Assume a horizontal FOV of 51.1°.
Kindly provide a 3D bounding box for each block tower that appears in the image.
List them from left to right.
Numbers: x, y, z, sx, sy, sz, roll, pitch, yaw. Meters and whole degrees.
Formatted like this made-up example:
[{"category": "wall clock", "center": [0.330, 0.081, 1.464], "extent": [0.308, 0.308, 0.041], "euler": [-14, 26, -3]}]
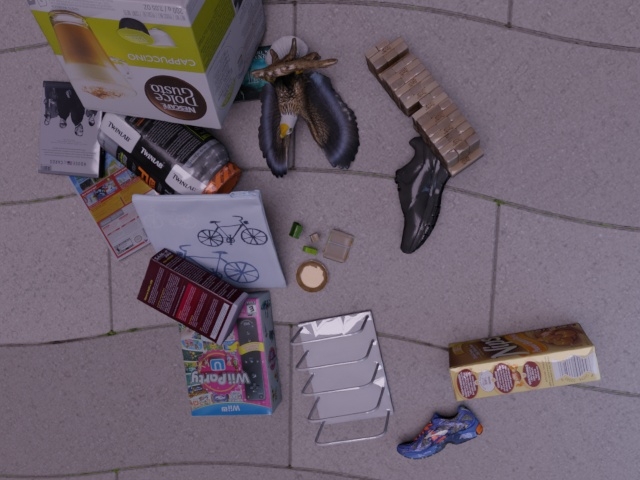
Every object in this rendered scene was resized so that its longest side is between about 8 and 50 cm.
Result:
[{"category": "block tower", "center": [0.231, -0.305, 1.497], "extent": [0.091, 0.097, 0.335], "euler": [-36, 76, 4]}]

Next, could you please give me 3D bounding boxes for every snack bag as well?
[{"category": "snack bag", "center": [-0.266, 0.002, 1.617], "extent": [0.323, 0.037, 0.342], "euler": [0, 137, 12]}]

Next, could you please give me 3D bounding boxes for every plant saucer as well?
[{"category": "plant saucer", "center": [-0.021, 0.090, 1.694], "extent": [0.084, 0.015, 0.083], "euler": [1, 99, 9]}]

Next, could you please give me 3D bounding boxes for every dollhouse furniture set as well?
[{"category": "dollhouse furniture set", "center": [0.000, 0.000, 1.672], "extent": [0.152, 0.058, 0.076], "euler": [17, 95, -13]}]

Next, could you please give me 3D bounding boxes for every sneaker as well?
[{"category": "sneaker", "center": [0.229, -0.110, 1.583], "extent": [0.130, 0.109, 0.286], "euler": [18, 93, 13]}, {"category": "sneaker", "center": [0.291, 0.479, 1.680], "extent": [0.221, 0.083, 0.087], "euler": [-25, 81, 8]}]

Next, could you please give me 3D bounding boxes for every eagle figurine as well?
[{"category": "eagle figurine", "center": [-0.055, -0.300, 1.558], "extent": [0.226, 0.298, 0.225], "euler": [35, 72, 33]}]

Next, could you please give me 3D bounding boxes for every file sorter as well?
[{"category": "file sorter", "center": [0.052, 0.340, 1.642], "extent": [0.193, 0.173, 0.277], "euler": [-12, 97, 12]}]

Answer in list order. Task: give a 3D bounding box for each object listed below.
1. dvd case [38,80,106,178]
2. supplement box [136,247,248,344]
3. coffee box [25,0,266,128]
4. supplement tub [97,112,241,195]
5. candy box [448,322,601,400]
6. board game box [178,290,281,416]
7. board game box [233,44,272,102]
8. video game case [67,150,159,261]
[{"category": "dvd case", "center": [-0.635, -0.285, 1.717], "extent": [0.180, 0.029, 0.238], "euler": [6, 95, 13]}, {"category": "supplement box", "center": [-0.310, 0.135, 1.617], "extent": [0.240, 0.073, 0.130], "euler": [29, 117, 4]}, {"category": "coffee box", "center": [-0.341, -0.484, 1.424], "extent": [0.338, 0.334, 0.338], "euler": [10, 60, 11]}, {"category": "supplement tub", "center": [-0.358, -0.209, 1.614], "extent": [0.316, 0.193, 0.193], "euler": [39, 103, 3]}, {"category": "candy box", "center": [0.461, 0.279, 1.553], "extent": [0.317, 0.183, 0.087], "euler": [-11, 96, 12]}, {"category": "board game box", "center": [-0.233, 0.291, 1.724], "extent": [0.224, 0.097, 0.303], "euler": [-5, 99, 12]}, {"category": "board game box", "center": [-0.144, -0.406, 1.629], "extent": [0.186, 0.026, 0.126], "euler": [-5, 98, 11]}, {"category": "video game case", "center": [-0.519, -0.114, 1.744], "extent": [0.204, 0.025, 0.285], "euler": [-29, 94, 13]}]
